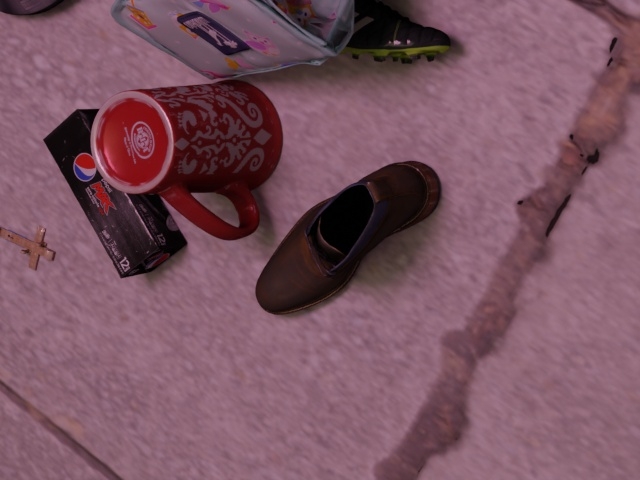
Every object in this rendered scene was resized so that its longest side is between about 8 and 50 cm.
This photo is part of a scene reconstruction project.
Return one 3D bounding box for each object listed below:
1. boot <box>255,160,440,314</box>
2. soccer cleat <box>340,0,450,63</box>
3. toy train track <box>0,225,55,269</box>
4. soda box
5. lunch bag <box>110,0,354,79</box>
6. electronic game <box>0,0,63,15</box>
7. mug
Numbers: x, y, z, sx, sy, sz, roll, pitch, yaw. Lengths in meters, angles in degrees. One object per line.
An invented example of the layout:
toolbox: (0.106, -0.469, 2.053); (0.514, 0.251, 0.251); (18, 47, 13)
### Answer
boot: (0.000, 0.000, 1.299); (0.219, 0.106, 0.082); (-40, 76, 25)
soccer cleat: (0.035, -0.200, 1.289); (0.178, 0.060, 0.072); (11, 99, 30)
toy train track: (-0.319, 0.003, 1.524); (0.083, 0.014, 0.048); (22, 105, 25)
soda box: (-0.207, -0.049, 1.436); (0.060, 0.053, 0.169); (-36, 79, 26)
lunch bag: (-0.090, -0.264, 1.242); (0.223, 0.160, 0.262); (-3, 114, 55)
electronic game: (-0.306, -0.346, 1.462); (0.229, 0.048, 0.229); (4, 97, 36)
mug: (-0.113, -0.082, 1.316); (0.150, 0.169, 0.113); (43, 112, 18)
